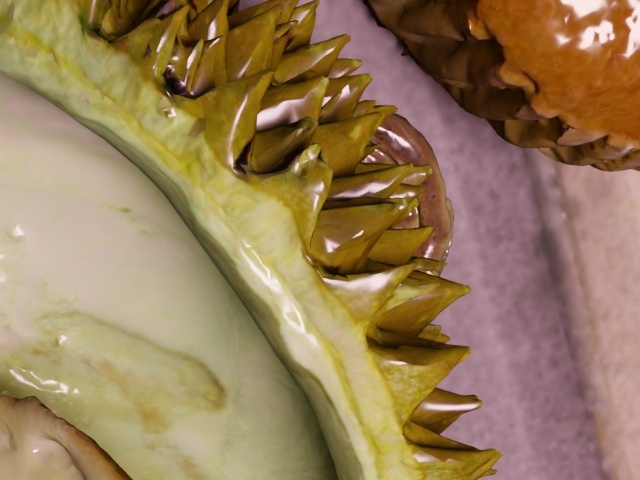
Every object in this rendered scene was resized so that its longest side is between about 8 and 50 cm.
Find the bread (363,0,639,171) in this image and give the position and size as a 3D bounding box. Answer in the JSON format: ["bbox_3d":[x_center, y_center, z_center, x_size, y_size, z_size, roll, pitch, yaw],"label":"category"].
[{"bbox_3d":[0.141,-0.135,0.517,0.253,0.142,0.227,0,96,-13],"label":"bread"}]

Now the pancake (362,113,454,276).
[{"bbox_3d":[0.000,0.000,0.578,0.115,0.011,0.115,-4,106,-13],"label":"pancake"}]

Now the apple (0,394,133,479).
[{"bbox_3d":[-0.178,0.186,0.451,0.346,0.179,0.254,-22,84,-1],"label":"apple"}]

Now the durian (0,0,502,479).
[{"bbox_3d":[-0.046,0.070,0.501,0.198,0.163,0.394,-8,119,-10],"label":"durian"}]
